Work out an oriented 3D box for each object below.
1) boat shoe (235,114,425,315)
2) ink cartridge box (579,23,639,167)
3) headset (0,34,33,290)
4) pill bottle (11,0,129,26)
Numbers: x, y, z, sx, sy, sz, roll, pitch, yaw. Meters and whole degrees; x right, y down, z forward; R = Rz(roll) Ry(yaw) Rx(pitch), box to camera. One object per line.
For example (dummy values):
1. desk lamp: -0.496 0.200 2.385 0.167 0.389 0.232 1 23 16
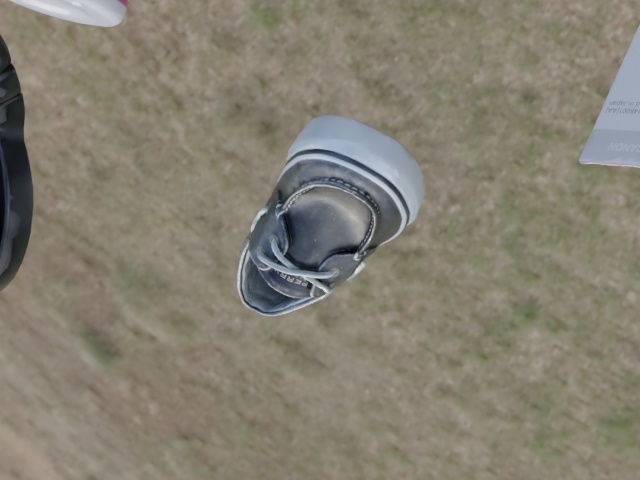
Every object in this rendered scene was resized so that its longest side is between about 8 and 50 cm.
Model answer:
1. boat shoe: 0.000 0.000 1.089 0.121 0.119 0.335 29 160 -1
2. ink cartridge box: 0.345 -0.143 0.822 0.066 0.261 0.296 33 166 -37
3. headset: -0.277 -0.016 0.620 0.185 0.243 0.394 51 154 23
4. pill bottle: -0.238 -0.373 1.248 0.160 0.283 0.160 16 177 1
